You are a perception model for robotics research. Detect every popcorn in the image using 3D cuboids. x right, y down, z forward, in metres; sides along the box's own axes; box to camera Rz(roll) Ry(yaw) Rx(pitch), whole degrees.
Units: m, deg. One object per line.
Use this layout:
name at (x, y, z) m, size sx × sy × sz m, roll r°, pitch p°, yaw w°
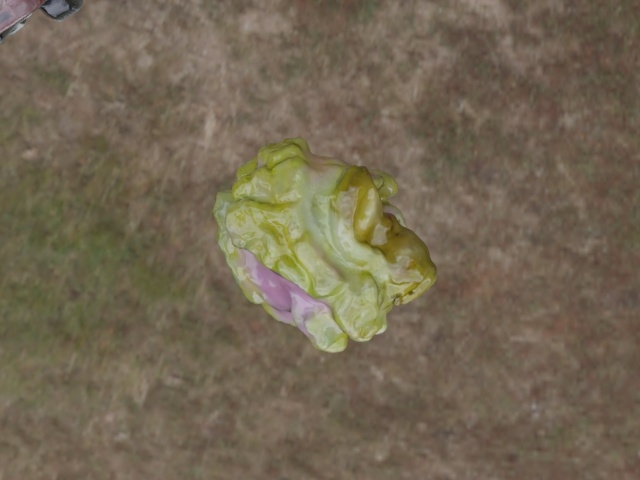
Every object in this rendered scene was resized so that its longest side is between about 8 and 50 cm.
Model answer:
popcorn at (0.000, 0.000, 0.881) m, size 0.126 × 0.145 × 0.126 m, roll -36°, pitch 155°, yaw 5°

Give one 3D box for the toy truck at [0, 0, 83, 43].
toy truck at (-0.205, -0.200, 0.834) m, size 0.114 × 0.270 × 0.135 m, roll -30°, pitch 111°, yaw 16°
